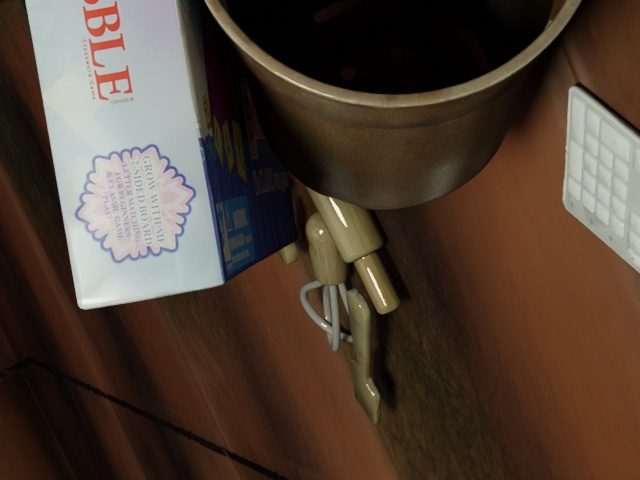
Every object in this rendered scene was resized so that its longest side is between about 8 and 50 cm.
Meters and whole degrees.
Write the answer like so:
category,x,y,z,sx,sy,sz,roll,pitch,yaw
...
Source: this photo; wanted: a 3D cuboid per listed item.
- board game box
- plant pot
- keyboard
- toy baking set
category,x,y,z,sx,sy,sz,roll,pitch,yaw
board game box,-0.080,-0.141,0.880,0.318,0.065,0.318,-42,-57,-84
plant pot,0.030,-0.099,0.818,0.167,0.167,0.165,57,170,19
keyboard,0.181,0.024,0.784,0.256,0.014,0.072,46,156,42
toy baking set,0.001,-0.002,1.245,0.256,0.030,0.197,62,166,4
